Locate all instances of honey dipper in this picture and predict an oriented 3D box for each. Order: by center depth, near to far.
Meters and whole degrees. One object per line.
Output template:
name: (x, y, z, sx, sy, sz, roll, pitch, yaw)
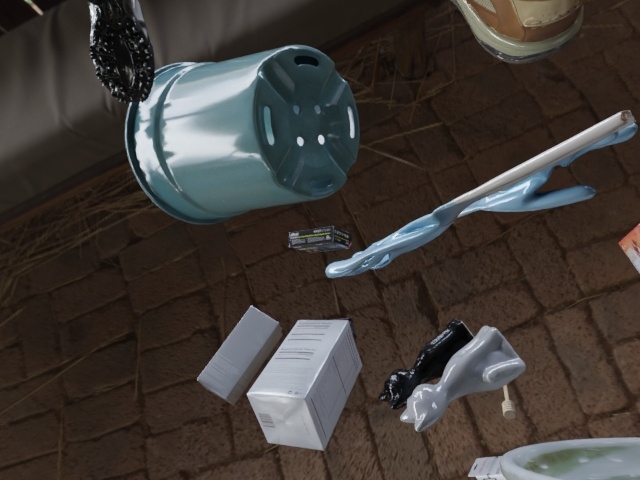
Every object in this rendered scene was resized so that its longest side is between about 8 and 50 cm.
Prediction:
honey dipper: (0.480, 0.394, 1.170, 0.031, 0.160, 0.030, 6, 112, 15)

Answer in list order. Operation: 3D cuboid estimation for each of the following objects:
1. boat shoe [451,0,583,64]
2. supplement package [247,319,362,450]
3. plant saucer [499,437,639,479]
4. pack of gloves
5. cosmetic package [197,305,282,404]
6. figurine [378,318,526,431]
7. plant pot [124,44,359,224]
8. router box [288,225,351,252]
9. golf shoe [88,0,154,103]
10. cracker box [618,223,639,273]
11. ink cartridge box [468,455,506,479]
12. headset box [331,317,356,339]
boat shoe: (0.166, -0.336, 0.494, 0.123, 0.120, 0.324, -35, 64, 3)
supplement package: (-0.022, 0.294, 0.966, 0.134, 0.244, 0.138, -5, 114, 27)
plant saucer: (0.420, 0.298, 0.511, 0.401, 0.400, 0.100, -6, 72, 10)
pack of gloves: (0.125, -0.016, 0.352, 0.232, 0.195, 0.046, -30, 85, 38)
cosmetic package: (-0.209, 0.309, 1.223, 0.107, 0.127, 0.238, 27, 64, 14)
figurine: (0.209, 0.237, 0.783, 0.210, 0.215, 0.092, -33, 89, -9)
plant pot: (-0.131, -0.197, 0.858, 0.334, 0.341, 0.340, 4, 74, 43)
router box: (0.000, 0.000, 1.069, 0.123, 0.092, 0.038, -8, 75, 30)
golf shoe: (-0.245, -0.272, 0.559, 0.077, 0.198, 0.093, -2, 42, -6)
cracker box: (0.578, 0.074, 0.706, 0.067, 0.156, 0.232, -30, 68, 15)
ink cartridge box: (0.312, 0.414, 0.811, 0.083, 0.048, 0.028, -35, 88, 46)
headset box: (0.059, 0.252, 1.275, 0.032, 0.083, 0.062, -8, 83, -35)
